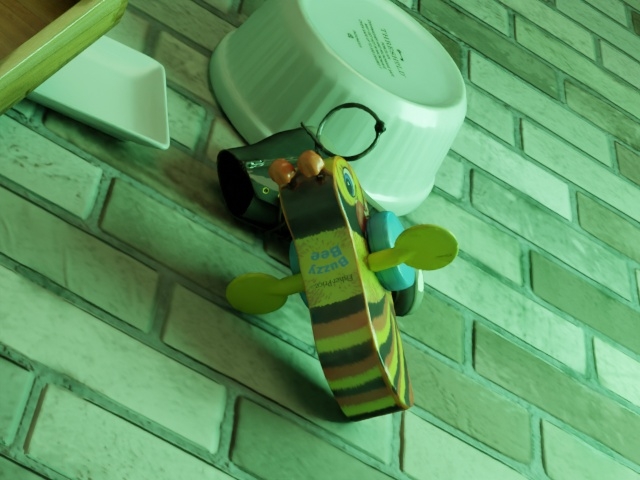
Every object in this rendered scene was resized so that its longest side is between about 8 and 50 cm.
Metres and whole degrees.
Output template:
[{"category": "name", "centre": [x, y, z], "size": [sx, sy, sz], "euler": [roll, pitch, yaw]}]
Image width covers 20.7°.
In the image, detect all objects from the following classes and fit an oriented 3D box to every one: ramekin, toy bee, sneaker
[{"category": "ramekin", "centre": [0.029, -0.162, 1.825], "size": [0.273, 0.127, 0.273], "euler": [27, 31, -18]}, {"category": "toy bee", "centre": [0.000, 0.000, 1.499], "size": [0.298, 0.195, 0.162], "euler": [59, 9, 29]}, {"category": "sneaker", "centre": [-0.005, -0.006, 1.635], "size": [0.118, 0.083, 0.222], "euler": [-16, 58, -41]}]

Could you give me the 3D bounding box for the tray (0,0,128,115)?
[{"category": "tray", "centre": [-0.383, -0.282, 1.507], "size": [0.411, 0.076, 0.203], "euler": [40, 53, 7]}]

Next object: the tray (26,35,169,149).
[{"category": "tray", "centre": [-0.264, -0.167, 1.607], "size": [0.270, 0.030, 0.145], "euler": [23, 31, -24]}]
